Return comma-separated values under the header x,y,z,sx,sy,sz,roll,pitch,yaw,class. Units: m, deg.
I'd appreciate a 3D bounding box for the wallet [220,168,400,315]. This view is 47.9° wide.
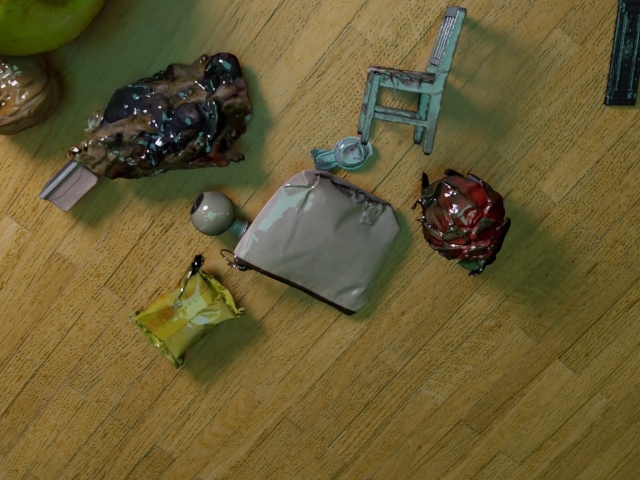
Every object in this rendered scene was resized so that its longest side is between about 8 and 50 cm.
x,y,z,sx,sy,sz,roll,pitch,yaw,class
0.000,0.003,1.462,0.335,0.068,0.275,26,108,-24,wallet

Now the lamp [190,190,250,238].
x,y,z,sx,sy,sz,roll,pitch,yaw,class
-0.185,-0.034,1.469,0.163,0.091,0.091,33,105,-25,lamp

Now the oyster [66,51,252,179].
x,y,z,sx,sy,sz,roll,pitch,yaw,class
-0.310,-0.240,1.366,0.360,0.096,0.222,-8,83,-2,oyster

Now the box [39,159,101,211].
x,y,z,sx,sy,sz,roll,pitch,yaw,class
-0.494,-0.119,1.439,0.122,0.089,0.062,-39,113,11,box

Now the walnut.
x,y,z,sx,sy,sz,roll,pitch,yaw,class
-0.588,-0.279,1.358,0.184,0.155,0.156,-26,105,10,walnut

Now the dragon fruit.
x,y,z,sx,sy,sz,roll,pitch,yaw,class
0.279,-0.042,1.414,0.182,0.182,0.188,-40,121,12,dragon fruit

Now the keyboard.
x,y,z,sx,sy,sz,roll,pitch,yaw,class
0.593,-0.364,1.391,0.061,0.013,0.205,1,107,0,keyboard

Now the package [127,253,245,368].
x,y,z,sx,sy,sz,roll,pitch,yaw,class
-0.283,0.153,1.517,0.226,0.090,0.168,-38,100,8,package

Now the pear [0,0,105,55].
x,y,z,sx,sy,sz,roll,pitch,yaw,class
-0.542,-0.511,1.189,0.390,0.391,0.391,0,107,0,pear

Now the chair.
x,y,z,sx,sy,sz,roll,pitch,yaw,class
0.160,-0.310,1.346,0.147,0.136,0.271,10,108,-4,chair

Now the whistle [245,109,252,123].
x,y,z,sx,sy,sz,roll,pitch,yaw,class
-0.174,-0.230,1.427,0.100,0.035,0.035,-35,104,12,whistle

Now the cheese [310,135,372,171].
x,y,z,sx,sy,sz,roll,pitch,yaw,class
0.045,-0.171,1.447,0.120,0.026,0.067,-15,106,5,cheese
